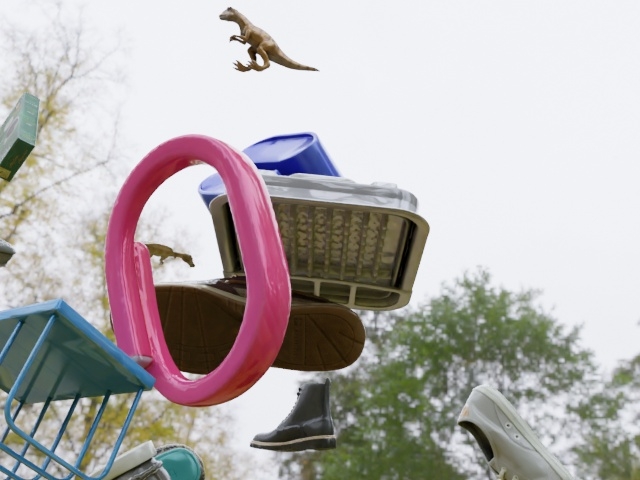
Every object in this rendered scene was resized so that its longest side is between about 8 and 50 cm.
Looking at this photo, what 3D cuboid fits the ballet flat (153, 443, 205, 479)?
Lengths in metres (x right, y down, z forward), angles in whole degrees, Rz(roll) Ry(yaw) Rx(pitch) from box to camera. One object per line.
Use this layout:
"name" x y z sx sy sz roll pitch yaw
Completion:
"ballet flat" -0.457 0.546 1.570 0.483 0.164 0.182 -15 -20 -37

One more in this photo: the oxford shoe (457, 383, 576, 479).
"oxford shoe" 0.488 0.545 1.874 0.130 0.449 0.169 -35 -19 -16

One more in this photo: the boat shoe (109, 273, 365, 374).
"boat shoe" -0.111 0.108 1.101 0.342 0.123 0.123 3 -77 -2

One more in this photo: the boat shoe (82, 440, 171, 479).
"boat shoe" -0.322 0.369 1.011 0.305 0.091 0.109 -33 -4 7

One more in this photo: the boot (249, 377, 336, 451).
"boot" -0.053 0.352 1.597 0.198 0.137 0.077 -11 -20 30

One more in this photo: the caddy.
"caddy" -0.088 -0.084 1.600 0.341 0.241 0.179 6 -47 57

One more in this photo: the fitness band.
"fitness band" -0.133 0.026 0.822 0.209 0.291 0.054 -31 -29 27

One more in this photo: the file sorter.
"file sorter" -0.249 0.134 0.653 0.170 0.104 0.118 -12 -46 31

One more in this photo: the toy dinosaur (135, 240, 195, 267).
"toy dinosaur" -0.346 0.017 1.628 0.183 0.053 0.093 15 -19 -30

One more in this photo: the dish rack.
"dish rack" 0.000 0.000 1.127 0.286 0.072 0.333 7 -26 2

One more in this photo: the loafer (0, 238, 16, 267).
"loafer" -0.589 0.035 1.197 0.251 0.087 0.094 -3 15 -38

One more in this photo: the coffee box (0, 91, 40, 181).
"coffee box" -0.635 -0.218 1.667 0.040 0.184 0.113 28 -63 -33

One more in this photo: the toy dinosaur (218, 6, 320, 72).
"toy dinosaur" -0.097 -0.346 1.450 0.211 0.112 0.064 37 -24 -14
